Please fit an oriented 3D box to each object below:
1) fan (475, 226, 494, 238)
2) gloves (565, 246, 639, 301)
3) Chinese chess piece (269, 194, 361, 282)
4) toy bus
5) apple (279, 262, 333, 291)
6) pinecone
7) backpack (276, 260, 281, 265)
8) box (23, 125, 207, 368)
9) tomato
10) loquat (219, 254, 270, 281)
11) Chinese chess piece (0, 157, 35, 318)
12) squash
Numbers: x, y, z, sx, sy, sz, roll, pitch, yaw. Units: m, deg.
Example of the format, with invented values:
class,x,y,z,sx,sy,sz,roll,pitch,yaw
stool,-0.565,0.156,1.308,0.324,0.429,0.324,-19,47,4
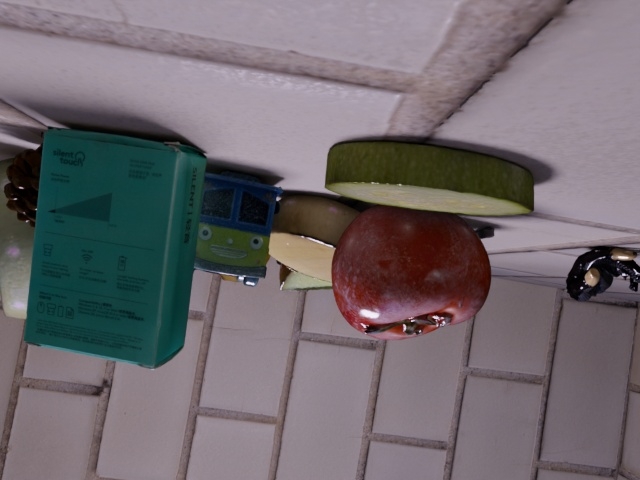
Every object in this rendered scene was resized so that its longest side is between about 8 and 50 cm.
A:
class,x,y,z,sx,sy,sz,roll,pitch,yaw
fan,0.346,-0.009,1.294,0.057,0.023,0.282,11,178,1
gloves,0.593,0.054,1.214,0.129,0.106,0.181,8,148,-6
Chinese chess piece,0.000,0.000,1.207,0.250,0.097,0.251,16,159,6
toy bus,-0.179,-0.019,1.098,0.151,0.190,0.312,11,176,-13
apple,0.057,0.039,1.476,0.345,0.179,0.254,-1,172,-19
pinecone,-0.440,-0.089,0.995,0.179,0.150,0.195,11,176,-18
backpack,-0.008,0.035,1.747,0.258,0.133,0.206,-22,-164,-25
box,-0.289,0.008,0.843,0.205,0.312,0.118,8,-174,6
tomato,0.146,0.045,1.001,0.270,0.227,0.270,-7,157,-3
loquat,-0.286,0.023,1.991,0.243,0.244,0.244,9,177,1
Chinese chess piece,-0.627,-0.005,1.274,0.146,0.350,0.349,-5,-176,-27
squash,0.130,-0.068,0.715,0.251,0.049,0.252,7,178,0
